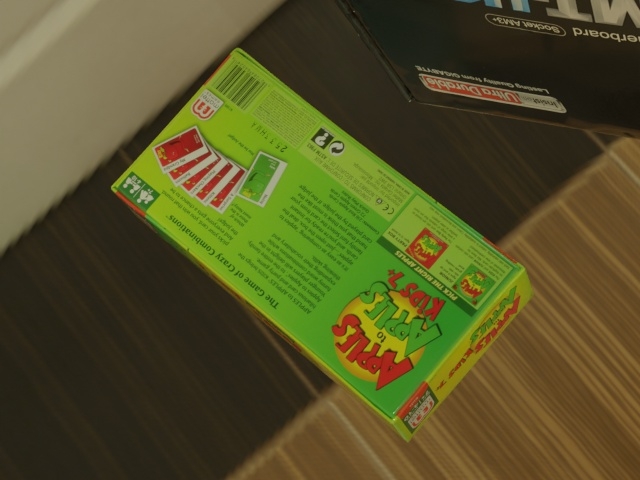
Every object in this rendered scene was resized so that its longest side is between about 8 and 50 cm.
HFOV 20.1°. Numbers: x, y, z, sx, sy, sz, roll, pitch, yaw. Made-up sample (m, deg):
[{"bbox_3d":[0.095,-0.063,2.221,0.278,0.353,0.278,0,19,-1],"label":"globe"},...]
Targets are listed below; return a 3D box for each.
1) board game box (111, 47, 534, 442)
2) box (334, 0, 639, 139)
[{"bbox_3d":[0.000,0.000,0.847,0.181,0.043,0.092,39,84,22],"label":"board game box"},{"bbox_3d":[0.108,-0.143,0.762,0.295,0.293,0.073,15,67,36],"label":"box"}]
